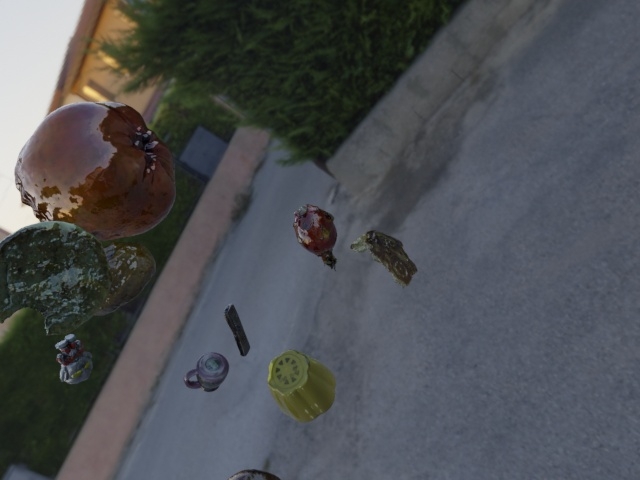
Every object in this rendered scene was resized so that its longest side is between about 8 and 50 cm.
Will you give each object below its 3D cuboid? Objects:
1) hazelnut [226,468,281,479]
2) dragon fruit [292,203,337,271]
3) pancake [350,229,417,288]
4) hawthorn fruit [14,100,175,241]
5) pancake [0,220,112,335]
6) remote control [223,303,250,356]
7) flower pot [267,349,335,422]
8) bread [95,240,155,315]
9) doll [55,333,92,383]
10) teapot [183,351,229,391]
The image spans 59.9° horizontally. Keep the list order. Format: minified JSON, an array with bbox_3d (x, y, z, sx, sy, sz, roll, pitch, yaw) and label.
[{"bbox_3d":[-0.210,0.859,1.831,0.218,0.234,0.218,-41,-3,-2],"label":"hazelnut"},{"bbox_3d":[0.000,0.000,1.675,0.126,0.246,0.125,-18,38,5],"label":"dragon fruit"},{"bbox_3d":[0.223,0.043,1.870,0.056,0.257,0.212,-39,13,33],"label":"pancake"},{"bbox_3d":[-0.691,-0.190,1.708,0.471,0.472,0.471,-47,22,26],"label":"hawthorn fruit"},{"bbox_3d":[-0.570,0.077,1.172,0.253,0.254,0.037,-61,22,-11],"label":"pancake"},{"bbox_3d":[-0.294,0.318,1.960,0.028,0.212,0.059,-2,32,24],"label":"remote control"},{"bbox_3d":[-0.067,0.420,1.656,0.195,0.179,0.195,-10,53,14],"label":"flower pot"},{"bbox_3d":[-0.551,0.090,1.474,0.230,0.123,0.230,-25,27,14],"label":"bread"},{"bbox_3d":[-0.614,0.301,1.380,0.094,0.079,0.180,-47,-25,-40],"label":"doll"},{"bbox_3d":[-0.403,0.491,1.990,0.148,0.116,0.146,-40,-21,-41],"label":"teapot"}]
